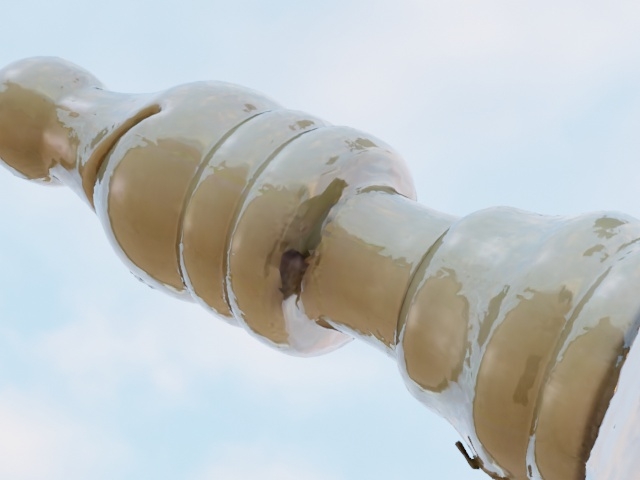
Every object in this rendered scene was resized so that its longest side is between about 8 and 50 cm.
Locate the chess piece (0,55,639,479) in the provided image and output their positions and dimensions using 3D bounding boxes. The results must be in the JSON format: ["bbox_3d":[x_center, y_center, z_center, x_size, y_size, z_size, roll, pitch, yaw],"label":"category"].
[{"bbox_3d":[0.000,0.000,0.770,0.307,0.139,0.124,24,-56,24],"label":"chess piece"}]
